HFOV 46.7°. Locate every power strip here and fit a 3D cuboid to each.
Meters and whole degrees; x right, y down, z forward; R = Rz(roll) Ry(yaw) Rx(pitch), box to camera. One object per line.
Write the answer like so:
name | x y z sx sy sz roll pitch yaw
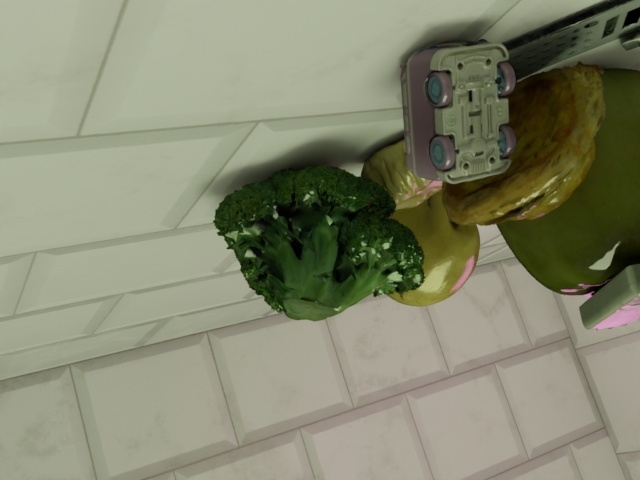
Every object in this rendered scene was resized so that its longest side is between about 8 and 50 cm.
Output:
power strip | 0.585 0.106 1.402 0.098 0.058 0.338 -7 161 -2

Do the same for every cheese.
cheese | 0.202 -0.151 1.534 0.226 0.117 0.214 -13 164 -46

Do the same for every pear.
pear | 0.265 0.011 1.906 0.309 0.309 0.309 -17 168 -4

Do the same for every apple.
apple | 0.554 -0.112 1.496 0.473 0.474 0.473 -17 168 -4

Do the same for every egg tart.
egg tart | 0.347 -0.140 1.233 0.341 0.129 0.341 -44 -161 19

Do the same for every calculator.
calculator | 0.423 -0.337 1.225 0.261 0.021 0.161 -21 168 12

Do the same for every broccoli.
broccoli | -0.010 0.009 1.457 0.413 0.310 0.321 18 177 -9

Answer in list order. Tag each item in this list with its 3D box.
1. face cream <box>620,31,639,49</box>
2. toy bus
face cream | 0.674 -0.382 1.250 0.314 0.089 0.143 -19 -179 27
toy bus | 0.203 -0.199 1.127 0.141 0.203 0.142 -12 -162 -20
